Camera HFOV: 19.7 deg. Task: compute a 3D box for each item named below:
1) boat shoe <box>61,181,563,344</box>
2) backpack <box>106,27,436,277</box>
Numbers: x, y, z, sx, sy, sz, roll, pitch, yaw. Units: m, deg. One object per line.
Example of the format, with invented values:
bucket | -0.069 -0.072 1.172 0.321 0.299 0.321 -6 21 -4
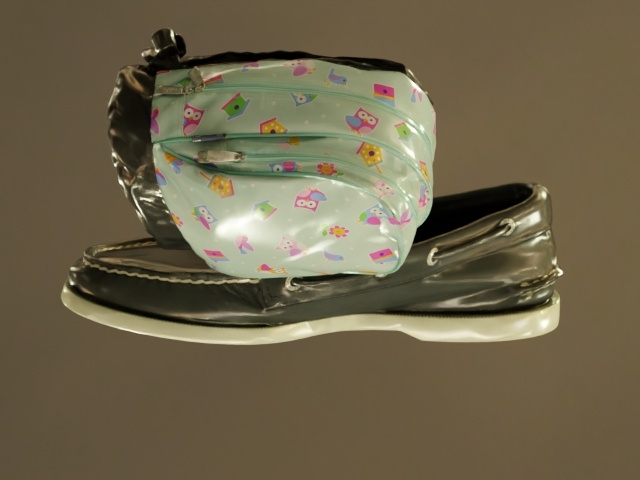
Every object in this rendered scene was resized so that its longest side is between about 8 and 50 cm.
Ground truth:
boat shoe | 0.001 0.001 1.220 0.340 0.113 0.127 2 -162 -10
backpack | -0.021 -0.044 1.083 0.182 0.152 0.115 0 -117 15
